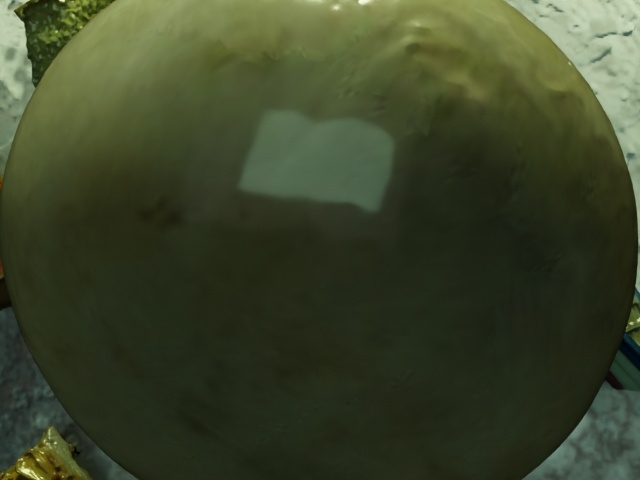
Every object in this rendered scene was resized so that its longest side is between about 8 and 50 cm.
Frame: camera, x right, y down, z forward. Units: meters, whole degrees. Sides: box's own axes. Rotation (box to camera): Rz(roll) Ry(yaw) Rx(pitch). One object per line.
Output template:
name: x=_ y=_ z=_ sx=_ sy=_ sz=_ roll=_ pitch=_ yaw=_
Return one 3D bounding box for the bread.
bread: x=-0.136 y=-0.145 z=0.560 sx=0.156 sy=0.125 sz=0.086 roll=3 pitch=95 yaw=34

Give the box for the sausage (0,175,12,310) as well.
sausage: x=-0.345 y=-0.100 z=0.620 sx=0.082 sy=0.082 sz=0.371 roll=-39 pitch=79 yaw=5

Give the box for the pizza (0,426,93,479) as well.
pizza: x=-0.215 y=0.225 z=0.574 sx=0.182 sy=0.062 sz=0.161 roll=1 pitch=84 yaw=12

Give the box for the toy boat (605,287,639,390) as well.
toy boat: x=0.174 y=0.010 z=0.523 sx=0.046 sy=0.080 sz=0.228 roll=-36 pitch=82 yaw=41

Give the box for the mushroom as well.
mushroom: x=0.000 y=0.000 z=0.467 sx=0.363 sy=0.294 sz=0.362 roll=4 pitch=118 yaw=8
